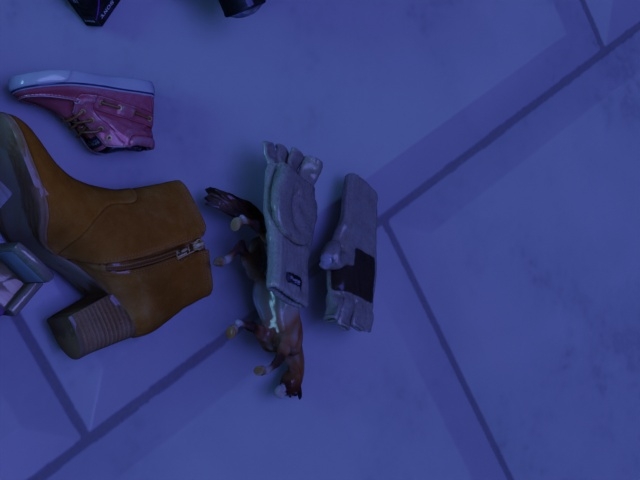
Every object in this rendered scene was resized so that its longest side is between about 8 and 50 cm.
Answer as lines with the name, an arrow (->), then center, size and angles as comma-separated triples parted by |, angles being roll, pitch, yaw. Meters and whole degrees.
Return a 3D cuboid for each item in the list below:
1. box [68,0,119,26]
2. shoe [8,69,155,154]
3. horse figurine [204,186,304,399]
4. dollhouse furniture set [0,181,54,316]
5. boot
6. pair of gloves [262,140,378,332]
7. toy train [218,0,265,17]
box -> -0.260, -0.332, 1.549 | 0.116, 0.029, 0.162 | -60, 144, -22
shoe -> -0.259, -0.140, 1.551 | 0.178, 0.063, 0.081 | 1, 82, -40
horse figurine -> -0.066, 0.061, 1.658 | 0.174, 0.066, 0.263 | 5, 72, -67
dollhouse furniture set -> -0.439, 0.057, 1.329 | 0.286, 0.198, 0.303 | 48, 63, -24
boot -> -0.238, -0.033, 1.550 | 0.211, 0.104, 0.295 | -32, 111, -38
pair of gloves -> 0.000, 0.000, 1.702 | 0.240, 0.042, 0.204 | 26, 59, -52
toy train -> -0.118, -0.430, 1.636 | 0.190, 0.142, 0.333 | -32, 104, -45
